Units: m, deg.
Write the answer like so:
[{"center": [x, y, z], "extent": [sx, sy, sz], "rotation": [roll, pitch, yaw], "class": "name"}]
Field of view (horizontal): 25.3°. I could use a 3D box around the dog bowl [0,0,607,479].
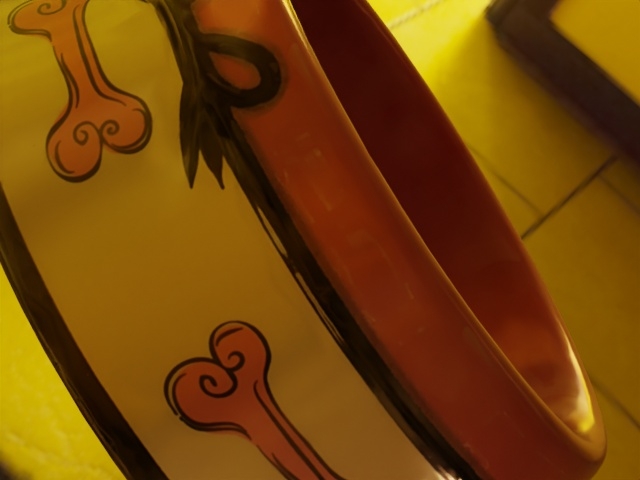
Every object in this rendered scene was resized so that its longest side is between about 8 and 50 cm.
[{"center": [0.000, 0.000, 0.739], "extent": [0.408, 0.150, 0.408], "rotation": [54, 14, -21], "class": "dog bowl"}]
